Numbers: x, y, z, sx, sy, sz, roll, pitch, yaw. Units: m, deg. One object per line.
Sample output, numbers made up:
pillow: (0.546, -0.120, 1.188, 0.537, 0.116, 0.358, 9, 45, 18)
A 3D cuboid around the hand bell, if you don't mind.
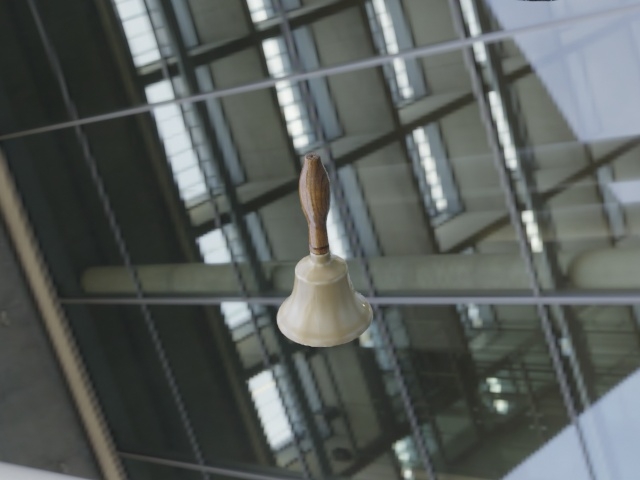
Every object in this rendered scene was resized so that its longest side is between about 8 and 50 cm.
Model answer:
hand bell: (0.000, 0.000, 1.618, 0.126, 0.126, 0.242, -33, -46, -37)
